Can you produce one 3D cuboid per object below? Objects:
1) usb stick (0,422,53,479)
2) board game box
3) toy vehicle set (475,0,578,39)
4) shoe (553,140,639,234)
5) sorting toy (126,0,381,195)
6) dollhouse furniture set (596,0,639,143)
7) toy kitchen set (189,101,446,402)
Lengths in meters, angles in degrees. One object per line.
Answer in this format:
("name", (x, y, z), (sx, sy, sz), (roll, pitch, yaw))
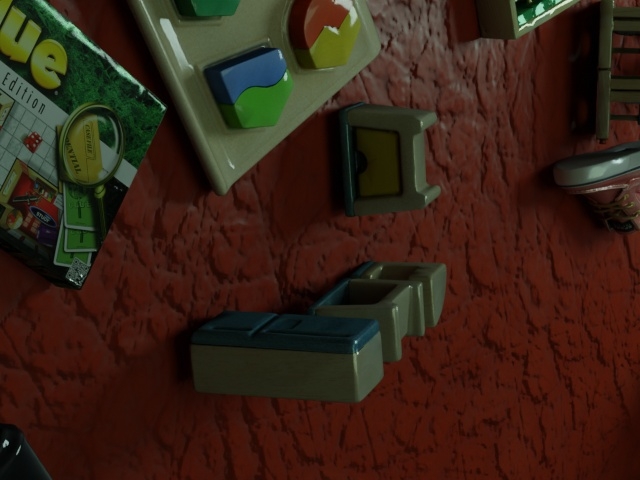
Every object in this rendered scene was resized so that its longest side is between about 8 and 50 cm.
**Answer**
("usb stick", (-0.151, 0.221, 0.901), (0.077, 0.045, 0.278), (-56, 137, -37))
("board game box", (-0.199, -0.088, 0.856), (0.259, 0.030, 0.136), (40, 64, -45))
("toy vehicle set", (0.213, -0.295, 1.295), (0.267, 0.035, 0.166), (-34, 121, -41))
("shoe", (0.273, -0.042, 1.385), (0.178, 0.063, 0.081), (-16, 103, -51))
("sorting toy", (-0.038, -0.162, 1.022), (0.208, 0.038, 0.193), (-47, 129, -34))
("dollhouse furniture set", (0.327, -0.159, 1.413), (0.183, 0.129, 0.129), (-37, 129, -76))
("toy kitchen set", (0.000, 0.000, 1.063), (0.207, 0.122, 0.166), (-35, 123, -65))
